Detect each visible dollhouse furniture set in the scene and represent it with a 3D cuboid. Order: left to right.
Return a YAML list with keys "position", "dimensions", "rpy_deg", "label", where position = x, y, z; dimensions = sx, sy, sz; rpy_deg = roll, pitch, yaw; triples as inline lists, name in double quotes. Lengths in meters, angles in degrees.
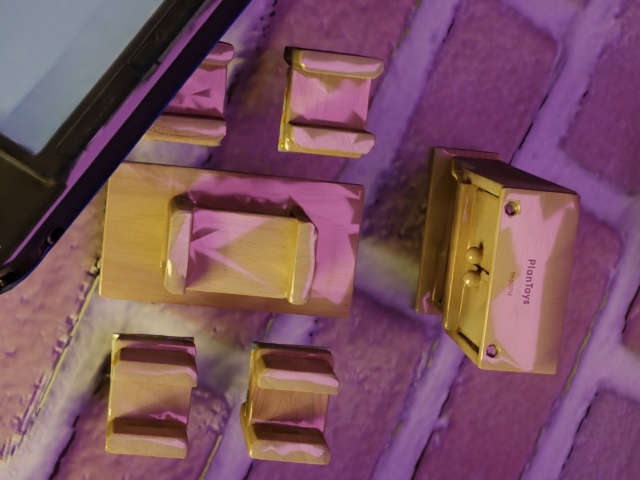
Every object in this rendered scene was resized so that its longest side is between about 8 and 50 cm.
- position: [0.000, 0.000, 0.738]
  dimensions: [0.242, 0.161, 0.212]
  rpy_deg: [5, 99, -9]
  label: "dollhouse furniture set"

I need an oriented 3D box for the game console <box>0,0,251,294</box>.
- position: [-0.164, -0.169, 0.562]
  dimensions: [0.293, 0.250, 0.173]
  rpy_deg: [-53, 148, -9]
  label: "game console"
